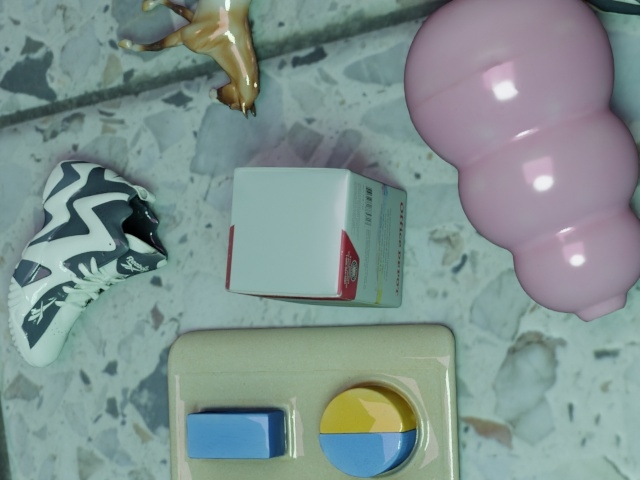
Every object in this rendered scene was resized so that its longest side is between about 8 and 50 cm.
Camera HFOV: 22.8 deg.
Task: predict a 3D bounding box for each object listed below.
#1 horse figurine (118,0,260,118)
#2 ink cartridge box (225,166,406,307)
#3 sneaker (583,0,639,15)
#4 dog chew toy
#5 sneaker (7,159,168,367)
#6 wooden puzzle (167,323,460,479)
[{"bbox_3d":[-0.117,-0.284,1.747,0.174,0.066,0.263,20,94,27],"label":"horse figurine"},{"bbox_3d":[0.000,0.000,1.613,0.127,0.176,0.128,1,84,23],"label":"ink cartridge box"},{"bbox_3d":[0.357,-0.275,1.546,0.321,0.127,0.126,15,83,-4],"label":"sneaker"},{"bbox_3d":[0.214,-0.082,1.537,0.206,0.206,0.332,-23,85,17],"label":"dog chew toy"},{"bbox_3d":[-0.245,0.036,1.743,0.153,0.094,0.235,12,78,30],"label":"sneaker"},{"bbox_3d":[-0.017,0.261,1.641,0.322,0.080,0.348,-3,83,20],"label":"wooden puzzle"}]
